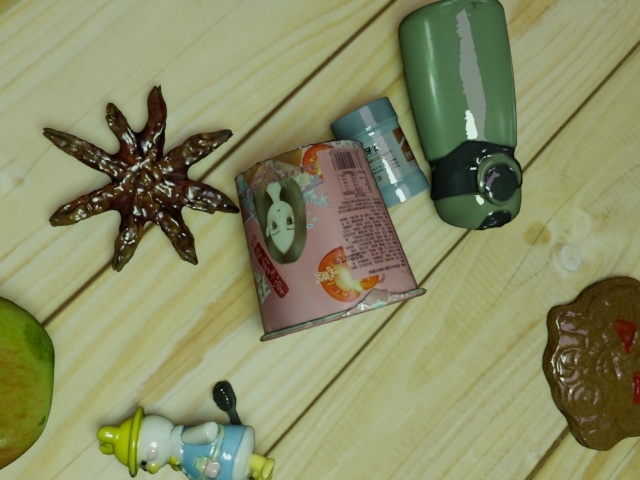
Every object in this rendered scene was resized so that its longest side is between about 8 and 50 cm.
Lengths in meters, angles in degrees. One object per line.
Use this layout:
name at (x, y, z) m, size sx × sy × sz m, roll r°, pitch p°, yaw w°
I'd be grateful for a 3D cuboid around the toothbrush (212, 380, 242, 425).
toothbrush at (-0.094, 0.346, 1.001) m, size 0.030 × 0.030 × 0.298 m, roll -21°, pitch 93°, yaw 9°

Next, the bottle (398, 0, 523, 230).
bottle at (0.227, -0.188, 1.064) m, size 0.168 × 0.168 × 0.347 m, roll -10°, pitch 91°, yaw -16°

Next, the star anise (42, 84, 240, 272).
star anise at (-0.248, -0.091, 0.965) m, size 0.288 × 0.088 × 0.289 m, roll 2°, pitch 83°, yaw -14°

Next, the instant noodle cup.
instant noodle cup at (0.000, 0.000, 0.955) m, size 0.242 × 0.243 × 0.231 m, roll -15°, pitch 84°, yaw -16°

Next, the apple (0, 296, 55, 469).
apple at (-0.448, 0.179, 0.838) m, size 0.226 × 0.246 × 0.246 m, roll 4°, pitch 84°, yaw -34°

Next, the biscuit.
biscuit at (0.502, 0.205, 1.169) m, size 0.257 × 0.049 × 0.273 m, roll -17°, pitch 89°, yaw -16°

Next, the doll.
doll at (-0.181, 0.286, 0.933) m, size 0.240 × 0.135 × 0.099 m, roll 9°, pitch 81°, yaw -3°

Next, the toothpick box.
toothpick box at (0.092, -0.130, 1.053) m, size 0.101 × 0.101 × 0.153 m, roll -28°, pitch 94°, yaw -16°
